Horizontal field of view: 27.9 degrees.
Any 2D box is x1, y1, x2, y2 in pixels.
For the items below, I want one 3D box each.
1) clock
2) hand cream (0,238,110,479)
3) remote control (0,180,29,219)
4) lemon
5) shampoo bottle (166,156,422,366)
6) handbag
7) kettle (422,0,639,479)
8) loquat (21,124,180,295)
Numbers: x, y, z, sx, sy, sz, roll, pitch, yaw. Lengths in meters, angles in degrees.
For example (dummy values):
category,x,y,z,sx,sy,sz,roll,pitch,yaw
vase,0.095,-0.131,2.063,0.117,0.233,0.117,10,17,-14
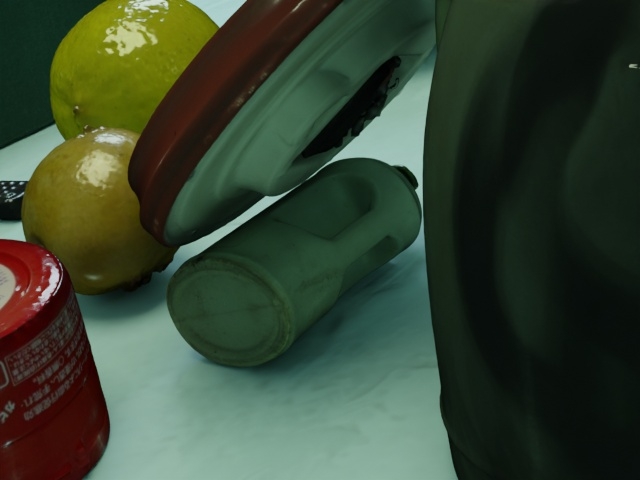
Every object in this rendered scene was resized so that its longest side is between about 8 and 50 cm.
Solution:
category,x,y,z,sx,sy,sz,roll,pitch,yaw
clock,0.003,-0.109,0.876,0.318,0.080,0.318,-43,-5,-5
hand cream,-0.239,0.091,0.829,0.193,0.125,0.193,-7,25,3
remote control,-0.384,-0.042,1.281,0.245,0.025,0.063,2,27,26
lemon,-0.165,-0.151,1.247,0.178,0.178,0.203,7,29,33
shampoo bottle,0.000,0.000,0.960,0.118,0.087,0.234,-13,17,43
handbag,-0.370,-0.219,1.402,0.089,0.238,0.326,19,39,40
kettle,0.147,-0.044,0.717,0.228,0.324,0.321,-17,26,-12
loquat,-0.171,-0.023,1.025,0.141,0.141,0.141,-9,25,4
